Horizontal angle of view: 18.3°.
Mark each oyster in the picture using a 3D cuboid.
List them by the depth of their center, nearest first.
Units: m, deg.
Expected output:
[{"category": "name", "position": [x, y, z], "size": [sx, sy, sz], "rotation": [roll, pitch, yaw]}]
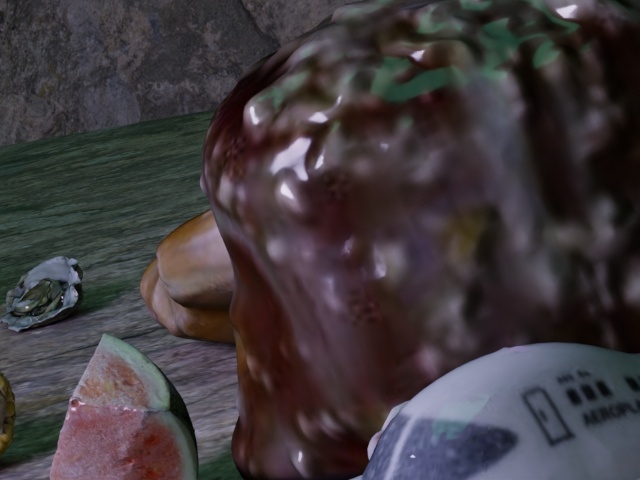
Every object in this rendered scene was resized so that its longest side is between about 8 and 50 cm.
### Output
[{"category": "oyster", "position": [-0.228, 0.054, 1.623], "size": [0.098, 0.037, 0.100], "rotation": [-28, 23, 21]}]

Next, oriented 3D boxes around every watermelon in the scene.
[{"category": "watermelon", "position": [-0.103, 0.090, 0.985], "size": [0.072, 0.084, 0.092], "rotation": [-7, 25, -31]}]

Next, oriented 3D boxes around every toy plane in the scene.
[{"category": "toy plane", "position": [0.102, 0.080, 0.681], "size": [0.252, 0.118, 0.252], "rotation": [-14, 9, 2]}]

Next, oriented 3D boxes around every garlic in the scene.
[{"category": "garlic", "position": [0.000, 0.000, 1.303], "size": [0.228, 0.110, 0.217], "rotation": [-29, -7, -11]}]

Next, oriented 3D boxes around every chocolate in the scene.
[{"category": "chocolate", "position": [0.092, -0.034, 0.950], "size": [0.340, 0.210, 0.225], "rotation": [-23, 20, -15]}]

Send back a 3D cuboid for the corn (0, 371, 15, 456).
[{"category": "corn", "position": [-0.261, 0.107, 1.167], "size": [0.203, 0.072, 0.072], "rotation": [-7, 10, 38]}]
